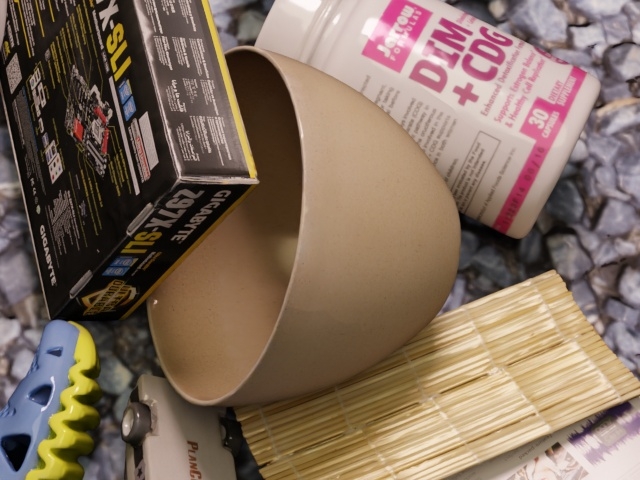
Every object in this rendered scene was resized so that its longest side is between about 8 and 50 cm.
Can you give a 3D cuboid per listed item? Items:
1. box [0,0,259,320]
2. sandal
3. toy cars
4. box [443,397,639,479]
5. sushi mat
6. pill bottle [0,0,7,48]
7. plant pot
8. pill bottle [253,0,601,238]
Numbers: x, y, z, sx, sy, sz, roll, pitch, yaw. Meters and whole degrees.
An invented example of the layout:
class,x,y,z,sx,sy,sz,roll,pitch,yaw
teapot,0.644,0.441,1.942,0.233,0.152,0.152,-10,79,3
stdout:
class,x,y,z,sx,sy,sz,roll,pitch,yaw
box,-0.176,-0.127,1.275,0.079,0.257,0.322,0,63,-36
sandal,-0.269,0.202,1.229,0.138,0.126,0.317,18,68,6
toy cars,-0.049,0.280,1.233,0.393,0.087,0.176,46,37,13
box,0.209,0.238,1.242,0.232,0.058,0.322,-33,56,-16
sushi mat,0.094,0.130,1.278,0.317,0.019,0.151,-21,53,-12
pill bottle,-0.446,-0.214,1.303,0.334,0.188,0.187,5,69,6
plant pot,0.000,0.000,1.253,0.191,0.284,0.284,9,67,-29
pill bottle,0.088,-0.131,1.362,0.283,0.160,0.160,26,69,5
